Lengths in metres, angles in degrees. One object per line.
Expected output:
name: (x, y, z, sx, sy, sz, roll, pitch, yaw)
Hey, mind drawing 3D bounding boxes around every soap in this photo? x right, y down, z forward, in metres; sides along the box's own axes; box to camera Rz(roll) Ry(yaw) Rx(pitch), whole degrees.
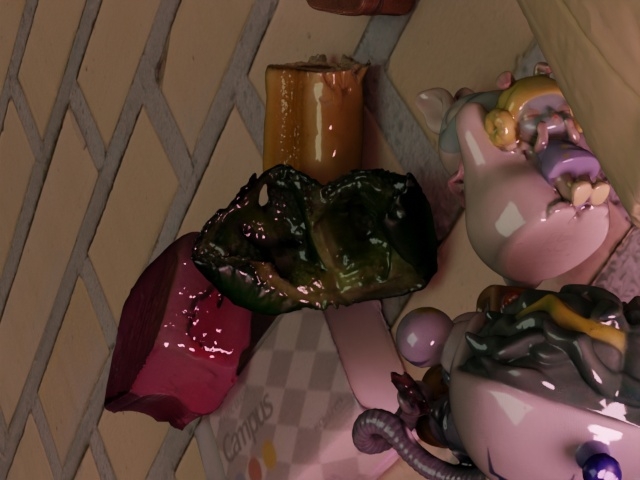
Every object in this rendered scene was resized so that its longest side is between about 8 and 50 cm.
soap: (-0.181, 0.124, 1.690, 0.325, 0.127, 0.220, 152, 132, -66)

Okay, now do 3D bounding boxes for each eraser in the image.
eraser: (-0.029, 0.227, 1.568, 0.397, 0.082, 0.213, -53, 48, 47)

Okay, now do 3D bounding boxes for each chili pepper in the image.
chili pepper: (-0.002, -0.003, 1.402, 0.116, 0.264, 0.148, -73, -33, -58)

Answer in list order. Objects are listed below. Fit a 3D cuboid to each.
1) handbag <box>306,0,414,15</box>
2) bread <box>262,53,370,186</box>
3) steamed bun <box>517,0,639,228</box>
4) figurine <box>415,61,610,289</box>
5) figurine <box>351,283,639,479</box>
handbag: (0.041, -0.341, 1.409, 0.151, 0.072, 0.193, 18, 110, 57)
bread: (-0.002, -0.125, 1.485, 0.134, 0.085, 0.173, 16, 107, 48)
steamed bun: (0.273, -0.225, 0.801, 0.456, 0.290, 0.371, 72, 176, -69)
figurine: (0.167, -0.088, 1.182, 0.155, 0.127, 0.235, 98, 154, -53)
figurine: (0.184, 0.125, 1.080, 0.382, 0.261, 0.186, 144, 127, -78)
